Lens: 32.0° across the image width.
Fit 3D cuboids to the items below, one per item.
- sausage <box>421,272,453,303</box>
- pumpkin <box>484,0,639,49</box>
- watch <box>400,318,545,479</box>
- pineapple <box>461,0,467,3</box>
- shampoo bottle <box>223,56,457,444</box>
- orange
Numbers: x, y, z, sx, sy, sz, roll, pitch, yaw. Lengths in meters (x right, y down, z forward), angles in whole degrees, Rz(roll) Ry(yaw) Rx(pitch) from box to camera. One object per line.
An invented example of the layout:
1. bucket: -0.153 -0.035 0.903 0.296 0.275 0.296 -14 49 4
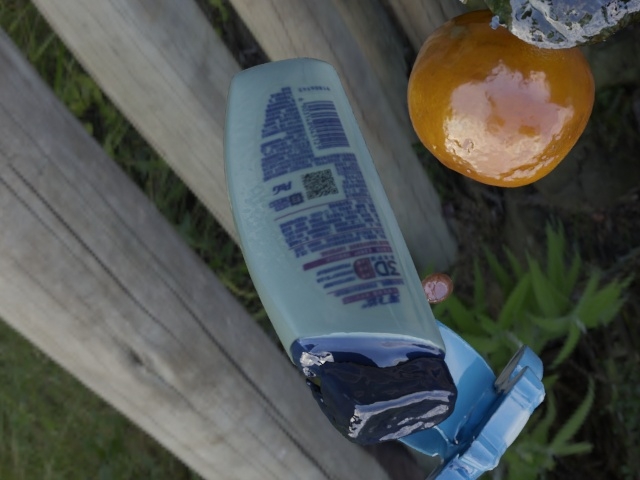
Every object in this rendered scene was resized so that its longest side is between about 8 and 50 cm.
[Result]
1. sausage: 0.130 0.053 1.251 0.034 0.034 0.083 -18 178 11
2. pumpkin: 0.332 -0.310 1.373 0.278 0.163 0.111 23 161 2
3. watch: 0.109 0.148 1.138 0.193 0.211 0.211 36 137 8
4. pineapple: 0.206 -0.491 1.758 0.164 0.250 0.140 -8 -178 33
5. shampoo bottle: 0.000 0.000 0.953 0.134 0.359 0.078 -10 147 -14
6. orange: 0.253 -0.208 1.579 0.261 0.261 0.261 -6 143 -5
